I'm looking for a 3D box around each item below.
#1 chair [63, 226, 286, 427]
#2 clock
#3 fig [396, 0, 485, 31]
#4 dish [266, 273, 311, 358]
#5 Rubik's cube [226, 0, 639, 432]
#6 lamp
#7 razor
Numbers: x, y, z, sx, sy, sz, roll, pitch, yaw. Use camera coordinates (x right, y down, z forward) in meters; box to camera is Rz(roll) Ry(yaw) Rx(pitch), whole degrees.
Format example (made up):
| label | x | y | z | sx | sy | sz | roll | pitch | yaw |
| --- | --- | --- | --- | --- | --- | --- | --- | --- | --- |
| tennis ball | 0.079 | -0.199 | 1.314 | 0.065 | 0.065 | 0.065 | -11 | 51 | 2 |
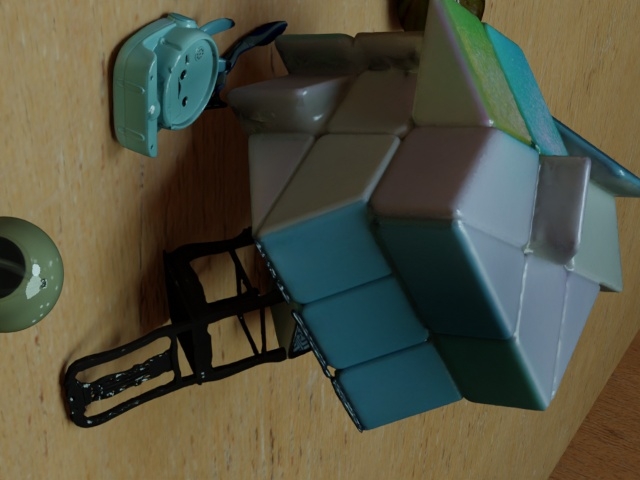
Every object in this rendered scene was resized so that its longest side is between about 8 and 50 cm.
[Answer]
| label | x | y | z | sx | sy | sz | roll | pitch | yaw |
| --- | --- | --- | --- | --- | --- | --- | --- | --- | --- |
| chair | -0.152 | 0.087 | 1.476 | 0.229 | 0.113 | 0.106 | -16 | 136 | -15 |
| clock | -0.128 | -0.149 | 1.337 | 0.147 | 0.045 | 0.108 | -46 | 151 | -44 |
| fig | 0.138 | -0.281 | 1.757 | 0.155 | 0.103 | 0.109 | -6 | 94 | -75 |
| dish | 0.000 | 0.000 | 1.732 | 0.182 | 0.080 | 0.243 | -19 | 128 | -62 |
| Rubik's cube | 0.100 | -0.039 | 1.439 | 0.368 | 0.358 | 0.387 | -60 | 139 | -35 |
| lamp | -0.243 | 0.032 | 1.207 | 0.163 | 0.091 | 0.091 | 68 | 46 | -82 |
| razor | -0.075 | -0.177 | 1.455 | 0.154 | 0.044 | 0.028 | -53 | 128 | -38 |
